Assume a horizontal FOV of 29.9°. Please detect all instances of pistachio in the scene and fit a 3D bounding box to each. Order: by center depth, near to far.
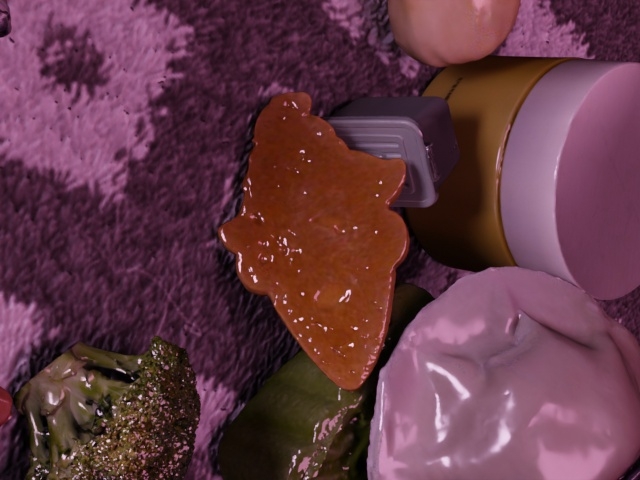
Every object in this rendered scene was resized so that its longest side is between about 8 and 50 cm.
[{"bbox_3d":[0.119,-0.251,1.051,0.145,0.117,0.200,-2,101,-59],"label":"pistachio"}]

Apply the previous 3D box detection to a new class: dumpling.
[{"bbox_3d":[0.167,0.151,0.988,0.293,0.163,0.204,-30,123,-22],"label":"dumpling"}]

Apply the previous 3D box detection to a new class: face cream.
[{"bbox_3d":[0.211,-0.065,1.139,0.218,0.179,0.218,-11,106,-43],"label":"face cream"}]

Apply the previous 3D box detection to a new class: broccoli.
[{"bbox_3d":[-0.150,0.140,0.872,0.162,0.146,0.138,-41,94,-14],"label":"broccoli"}]

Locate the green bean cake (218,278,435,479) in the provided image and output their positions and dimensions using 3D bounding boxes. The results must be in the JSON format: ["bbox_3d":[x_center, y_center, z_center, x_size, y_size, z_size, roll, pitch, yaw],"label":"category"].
[{"bbox_3d":[0.049,0.167,1.068,0.222,0.125,0.248,50,63,-38],"label":"green bean cake"}]

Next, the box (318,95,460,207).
[{"bbox_3d":[0.058,-0.081,1.035,0.069,0.122,0.084,-45,129,-44],"label":"box"}]

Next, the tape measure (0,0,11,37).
[{"bbox_3d":[-0.282,-0.151,0.684,0.236,0.120,0.197,-30,120,-32],"label":"tape measure"}]

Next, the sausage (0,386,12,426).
[{"bbox_3d":[-0.268,0.097,0.806,0.030,0.035,0.147,-46,138,13],"label":"sausage"}]

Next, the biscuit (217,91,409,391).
[{"bbox_3d":[0.000,0.000,0.979,0.035,0.162,0.250,51,27,-78],"label":"biscuit"}]
